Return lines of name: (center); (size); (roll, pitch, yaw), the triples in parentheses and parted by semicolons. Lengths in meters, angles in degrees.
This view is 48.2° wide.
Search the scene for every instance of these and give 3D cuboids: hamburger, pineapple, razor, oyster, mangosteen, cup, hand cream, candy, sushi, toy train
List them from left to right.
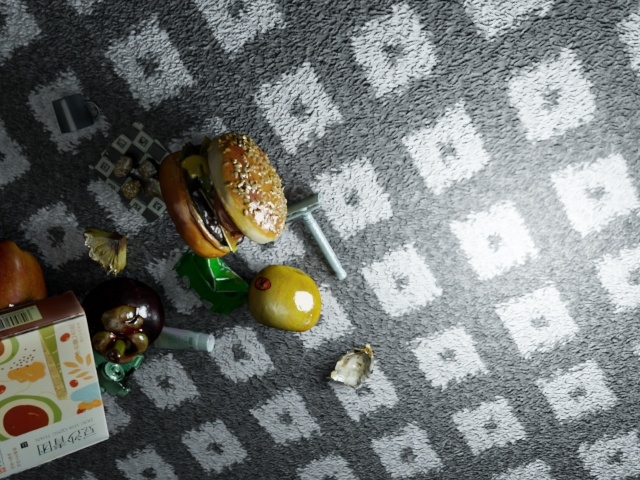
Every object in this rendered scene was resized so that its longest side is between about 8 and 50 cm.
cup: (-0.571, -0.302, 1.676); (0.100, 0.078, 0.077); (-22, 109, -19)
toy train: (-0.603, 0.304, 1.915); (0.269, 0.154, 0.115); (40, 117, -11)
pineapple: (-0.542, 0.018, 1.819); (0.116, 0.069, 0.137); (-35, 104, 22)
mangosteen: (-0.501, 0.215, 1.805); (0.212, 0.250, 0.211); (-5, 130, -7)
sushi: (-0.437, -0.155, 1.737); (0.193, 0.040, 0.210); (-38, 105, 22)
hand cream: (-0.375, 0.267, 1.930); (0.174, 0.047, 0.076); (4, 116, 16)
candy: (-0.276, 0.103, 1.818); (0.203, 0.078, 0.141); (43, 113, -7)
hamburger: (-0.207, -0.105, 1.607); (0.225, 0.291, 0.290); (-22, 110, 13)
razor: (0.000, 0.000, 1.744); (0.106, 0.068, 0.232); (-21, 117, 18)
oyster: (0.094, 0.323, 1.879); (0.103, 0.051, 0.148); (31, 126, -18)

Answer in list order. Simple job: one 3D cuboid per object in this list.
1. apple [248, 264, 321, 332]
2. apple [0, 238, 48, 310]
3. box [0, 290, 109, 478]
apple: (-0.087, 0.140, 1.754); (0.183, 0.182, 0.155); (12, 87, 3)
apple: (-0.834, 0.159, 1.793); (0.288, 0.288, 0.316); (-5, 80, 11)
box: (-0.712, 0.352, 1.694); (0.345, 0.122, 0.385); (-17, 120, -28)
